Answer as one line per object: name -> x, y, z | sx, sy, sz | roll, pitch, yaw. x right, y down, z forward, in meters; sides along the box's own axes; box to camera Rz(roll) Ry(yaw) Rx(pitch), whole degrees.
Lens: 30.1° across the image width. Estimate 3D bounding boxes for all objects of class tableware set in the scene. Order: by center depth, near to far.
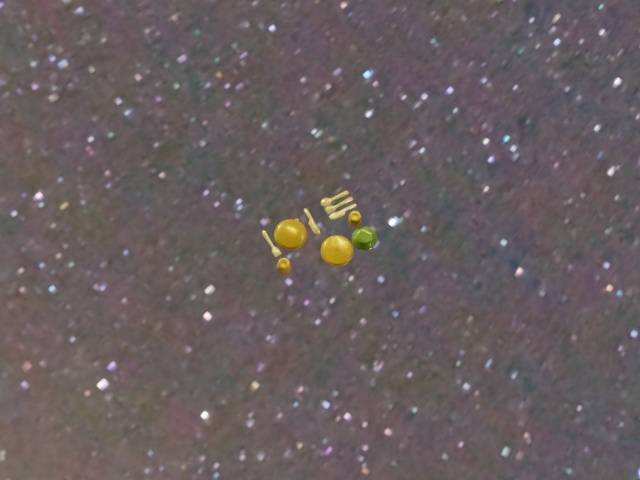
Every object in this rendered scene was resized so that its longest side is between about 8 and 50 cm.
tableware set -> 0.000, 0.000, 1.742 | 0.104, 0.154, 0.024 | 59, -12, 17
